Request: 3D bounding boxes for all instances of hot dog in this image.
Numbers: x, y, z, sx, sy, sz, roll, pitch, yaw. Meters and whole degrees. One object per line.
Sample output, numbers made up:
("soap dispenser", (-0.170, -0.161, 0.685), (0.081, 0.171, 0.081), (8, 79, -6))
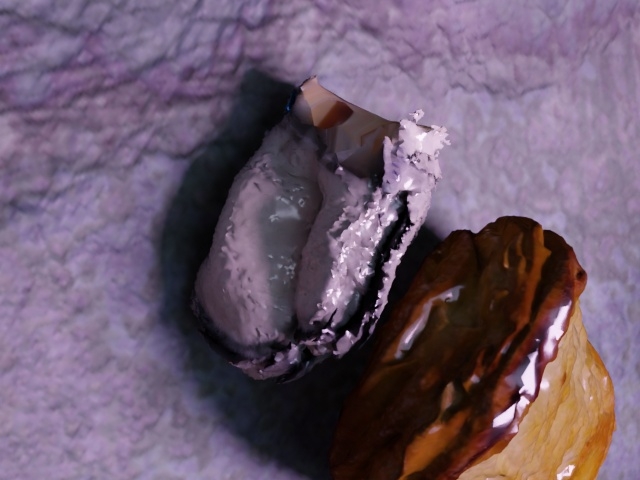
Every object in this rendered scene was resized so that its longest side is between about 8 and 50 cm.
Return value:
("hot dog", (0.086, 0.091, 0.686), (0.175, 0.114, 0.259), (-58, 154, -15))

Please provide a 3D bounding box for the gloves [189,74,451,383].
("gloves", (0.001, 0.001, 0.627), (0.153, 0.114, 0.070), (-61, 147, -5))
